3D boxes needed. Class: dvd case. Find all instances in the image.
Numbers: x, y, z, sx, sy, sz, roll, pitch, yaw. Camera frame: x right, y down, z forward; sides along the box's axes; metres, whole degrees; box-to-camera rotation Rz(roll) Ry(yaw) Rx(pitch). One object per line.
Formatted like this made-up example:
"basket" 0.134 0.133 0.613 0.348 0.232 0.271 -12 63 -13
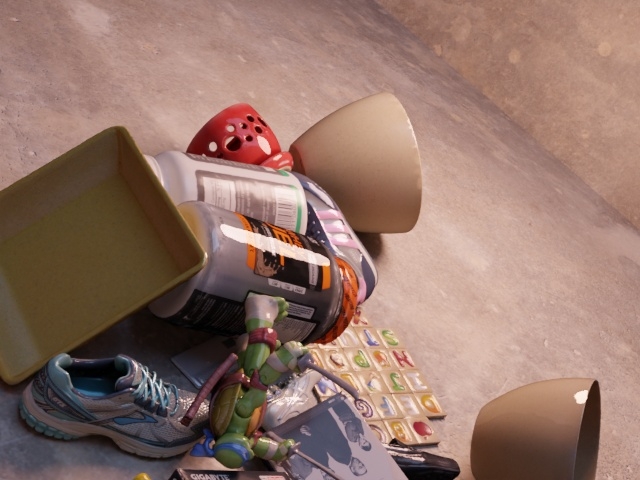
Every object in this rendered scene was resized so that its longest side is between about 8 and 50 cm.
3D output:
"dvd case" 0.031 0.366 1.268 0.179 0.029 0.239 -22 61 -30

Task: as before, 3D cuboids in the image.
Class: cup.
"cup" 0.060 -0.158 1.891 0.237 0.331 0.331 -12 46 -14

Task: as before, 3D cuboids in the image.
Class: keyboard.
"keyboard" -0.153 0.188 1.442 0.072 0.014 0.256 38 30 19

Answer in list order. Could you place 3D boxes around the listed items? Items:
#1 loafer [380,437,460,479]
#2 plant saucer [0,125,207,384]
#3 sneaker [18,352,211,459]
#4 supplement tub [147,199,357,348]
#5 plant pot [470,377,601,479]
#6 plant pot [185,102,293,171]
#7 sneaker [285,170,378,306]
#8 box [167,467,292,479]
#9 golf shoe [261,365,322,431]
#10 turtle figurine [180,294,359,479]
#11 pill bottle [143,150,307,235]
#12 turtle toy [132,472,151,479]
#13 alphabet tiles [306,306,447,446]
"loafer" 0.136 0.368 1.380 0.223 0.076 0.078 12 44 -25
"plant saucer" -0.372 0.022 1.270 0.333 0.332 0.081 53 -8 31
"sneaker" -0.268 0.227 1.165 0.283 0.122 0.110 14 35 -31
"supplement tub" -0.112 0.070 1.408 0.338 0.207 0.207 18 32 -39
"plant pot" 0.375 0.371 1.454 0.191 0.284 0.284 6 19 27
"plant pot" -0.169 -0.172 1.781 0.174 0.191 0.191 48 33 9
"sneaker" 0.000 0.000 1.682 0.319 0.112 0.131 50 28 -6
"box" -0.083 0.381 1.079 0.220 0.051 0.175 21 20 -48
"golf shoe" -0.047 0.272 1.382 0.176 0.069 0.086 -23 78 -49
"turtle figurine" -0.051 0.222 1.212 0.266 0.274 0.198 -93 162 -50
"pill bottle" -0.222 -0.056 1.537 0.361 0.204 0.204 7 38 -36
"turtle toy" -0.227 0.358 1.069 0.095 0.066 0.130 47 32 19
"alphabet tiles" 0.087 0.251 1.570 0.285 0.011 0.342 7 39 -37
